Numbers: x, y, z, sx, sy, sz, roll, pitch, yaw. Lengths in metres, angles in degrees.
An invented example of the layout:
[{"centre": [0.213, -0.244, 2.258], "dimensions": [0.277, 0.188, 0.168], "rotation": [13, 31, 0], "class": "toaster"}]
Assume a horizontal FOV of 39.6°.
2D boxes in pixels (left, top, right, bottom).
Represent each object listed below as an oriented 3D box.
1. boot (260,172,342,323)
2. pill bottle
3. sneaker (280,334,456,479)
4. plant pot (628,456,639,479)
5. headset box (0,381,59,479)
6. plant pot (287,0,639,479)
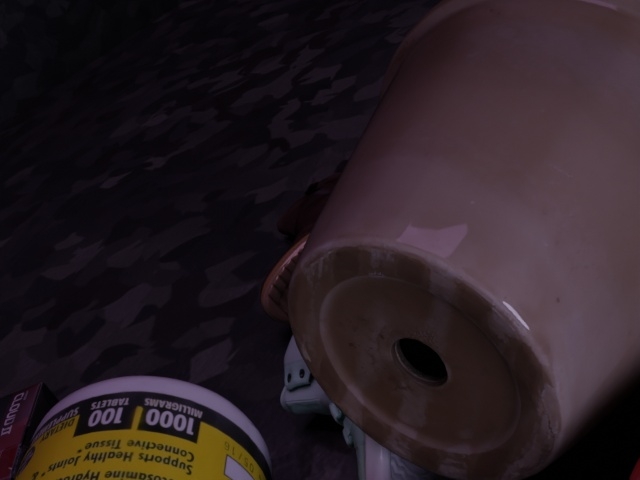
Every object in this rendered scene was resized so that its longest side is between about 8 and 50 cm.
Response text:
[{"centre": [0.000, 0.000, 1.011], "dimensions": [0.248, 0.090, 0.207], "rotation": [-39, 19, -21], "class": "boot"}, {"centre": [-0.128, 0.254, 0.544], "dimensions": [0.188, 0.188, 0.334], "rotation": [-19, 29, 11], "class": "pill bottle"}, {"centre": [0.034, 0.146, 0.728], "dimensions": [0.151, 0.094, 0.255], "rotation": [-38, 35, 34], "class": "sneaker"}, {"centre": [0.237, 0.173, 0.414], "dimensions": [0.191, 0.174, 0.191], "rotation": [-21, 29, 12], "class": "plant pot"}, {"centre": [-0.336, 0.263, 0.772], "dimensions": [0.293, 0.110, 0.218], "rotation": [-22, 29, 6], "class": "headset box"}, {"centre": [0.134, -0.001, 0.608], "dimensions": [0.323, 0.323, 0.280], "rotation": [2, 35, 40], "class": "plant pot"}]
